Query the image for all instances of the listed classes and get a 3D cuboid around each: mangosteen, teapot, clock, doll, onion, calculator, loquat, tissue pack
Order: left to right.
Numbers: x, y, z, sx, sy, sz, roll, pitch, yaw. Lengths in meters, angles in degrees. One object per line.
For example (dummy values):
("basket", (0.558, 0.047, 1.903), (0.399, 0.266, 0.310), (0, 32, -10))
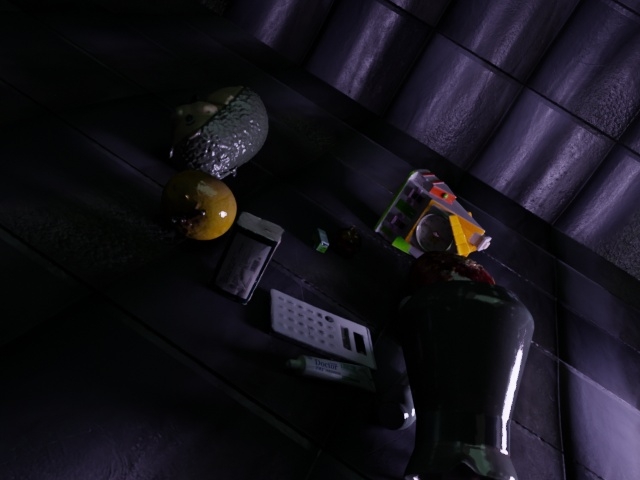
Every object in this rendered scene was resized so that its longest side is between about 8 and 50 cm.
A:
("loquat", (-0.274, -0.082, 1.607), (0.172, 0.150, 0.204), (25, 12, -3))
("doll", (-0.286, -0.294, 1.931), (0.247, 0.247, 0.350), (30, 38, -3))
("tissue pack", (-0.157, 0.037, 1.478), (0.103, 0.170, 0.090), (26, 24, -7))
("calculator", (0.005, 0.198, 1.540), (0.261, 0.021, 0.161), (23, 25, -17))
("mangosteen", (0.078, 0.000, 1.954), (0.080, 0.081, 0.081), (26, 24, -12))
("clock", (0.354, -0.036, 2.158), (0.309, 0.235, 0.166), (41, 26, 22))
("onion", (0.350, 0.130, 1.884), (0.246, 0.190, 0.246), (12, 17, -4))
("teapot", (0.259, 0.277, 1.306), (0.253, 0.300, 0.344), (4, 63, 9))

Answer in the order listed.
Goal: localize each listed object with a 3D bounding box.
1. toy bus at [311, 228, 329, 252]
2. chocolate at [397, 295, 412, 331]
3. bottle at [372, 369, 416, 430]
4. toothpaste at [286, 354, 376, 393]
("toy bus", (0.000, 0.000, 1.910), (0.031, 0.037, 0.083), (23, 24, -19))
("chocolate", (0.226, 0.192, 1.758), (0.072, 0.072, 0.167), (28, 21, -6))
("bottle", (0.181, 0.309, 1.458), (0.096, 0.080, 0.253), (27, 21, 17))
("toothpaste", (0.024, 0.263, 1.416), (0.218, 0.041, 0.064), (18, 38, -33))
